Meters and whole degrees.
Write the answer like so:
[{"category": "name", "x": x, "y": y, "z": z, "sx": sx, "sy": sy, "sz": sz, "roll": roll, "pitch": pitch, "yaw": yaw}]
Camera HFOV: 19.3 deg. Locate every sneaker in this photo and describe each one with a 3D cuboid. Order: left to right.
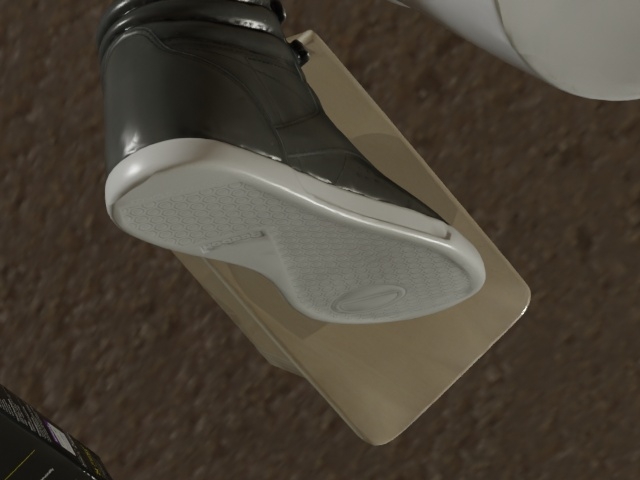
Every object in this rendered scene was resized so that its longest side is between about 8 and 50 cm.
[{"category": "sneaker", "x": -0.010, "y": -0.051, "z": 1.012, "sx": 0.296, "sy": 0.104, "sz": 0.147, "roll": 25, "pitch": 46, "yaw": -50}]

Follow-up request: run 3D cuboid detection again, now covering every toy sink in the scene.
[{"category": "toy sink", "x": 0.000, "y": 0.000, "z": 1.258, "sx": 0.153, "sy": 0.131, "sz": 0.234, "roll": -44, "pitch": 100, "yaw": -10}]

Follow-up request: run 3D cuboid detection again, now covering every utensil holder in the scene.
[{"category": "utensil holder", "x": 0.203, "y": -0.327, "z": 1.746, "sx": 0.327, "sy": 0.327, "sz": 0.385, "roll": -4, "pitch": 24, "yaw": -23}]

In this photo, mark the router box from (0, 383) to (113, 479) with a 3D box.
[{"category": "router box", "x": -0.215, "y": 0.161, "z": 1.023, "sx": 0.179, "sy": 0.133, "sz": 0.046, "roll": -43, "pitch": 44, "yaw": 1}]
